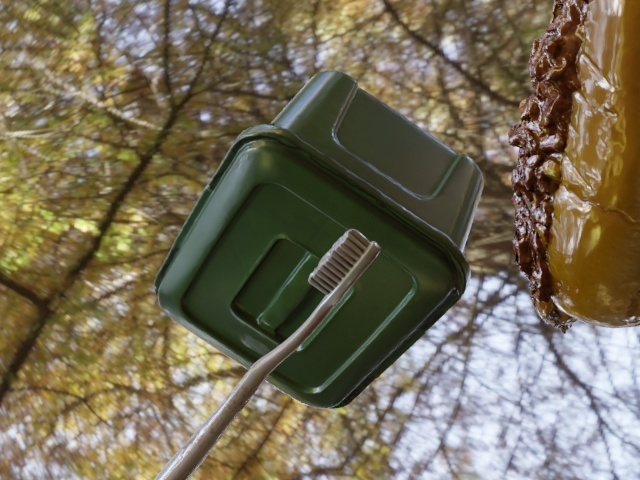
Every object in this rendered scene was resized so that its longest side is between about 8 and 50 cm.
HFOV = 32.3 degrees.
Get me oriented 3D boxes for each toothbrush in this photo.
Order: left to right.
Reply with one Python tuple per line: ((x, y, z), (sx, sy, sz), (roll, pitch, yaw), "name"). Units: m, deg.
((-0.063, 0.113, 0.817), (0.029, 0.025, 0.307), (38, -82, -7), "toothbrush")

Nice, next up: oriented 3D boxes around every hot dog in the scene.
((0.132, -0.057, 0.523), (0.076, 0.102, 0.249), (-5, -60, -15), "hot dog")

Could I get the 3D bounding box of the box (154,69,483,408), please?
((0.000, 0.000, 1.131), (0.253, 0.328, 0.177), (33, -133, -5), "box")
